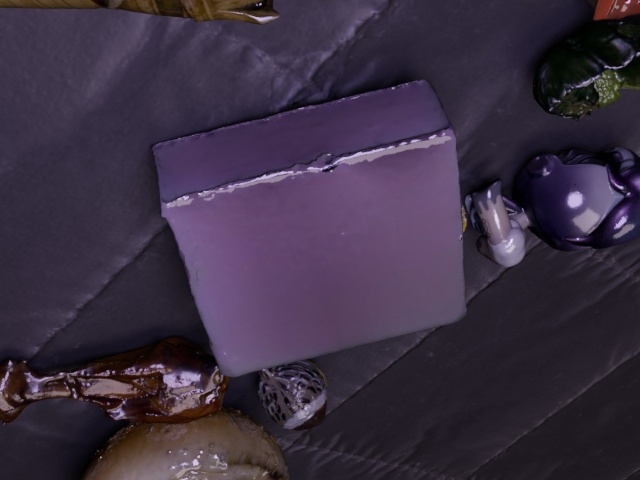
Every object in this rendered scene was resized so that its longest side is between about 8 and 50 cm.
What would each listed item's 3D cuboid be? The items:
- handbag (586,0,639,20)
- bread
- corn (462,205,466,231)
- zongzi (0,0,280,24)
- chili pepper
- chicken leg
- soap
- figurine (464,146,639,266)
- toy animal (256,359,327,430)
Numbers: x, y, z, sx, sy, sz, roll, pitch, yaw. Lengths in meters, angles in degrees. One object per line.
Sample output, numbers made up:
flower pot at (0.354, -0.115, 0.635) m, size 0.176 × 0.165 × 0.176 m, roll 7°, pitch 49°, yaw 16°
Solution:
handbag at (0.328, -0.307, 0.977) m, size 0.127 × 0.062 × 0.190 m, roll -11°, pitch 138°, yaw -19°
bread at (-0.190, 0.329, 1.372) m, size 0.306 × 0.158 × 0.305 m, roll -13°, pitch 140°, yaw -11°
corn at (0.084, 0.012, 1.218) m, size 0.203 × 0.072 × 0.072 m, roll -35°, pitch 142°, yaw 15°
zongzi at (-0.166, -0.275, 0.691) m, size 0.288 × 0.134 × 0.286 m, roll -5°, pitch 133°, yaw -13°
chili pepper at (0.341, -0.187, 1.081) m, size 0.265 × 0.148 × 0.116 m, roll -5°, pitch 113°, yaw -22°
chicken leg at (-0.258, 0.167, 1.208) m, size 0.304 × 0.093 × 0.113 m, roll 3°, pitch 118°, yaw -21°
soap at (0.000, 0.000, 1.068) m, size 0.296 × 0.107 × 0.285 m, roll -12°, pitch 133°, yaw -3°
figurine at (0.294, -0.041, 1.213) m, size 0.222 × 0.145 × 0.145 m, roll -21°, pitch 143°, yaw 1°
toy animal at (-0.043, 0.201, 1.351) m, size 0.098 × 0.098 × 0.137 m, roll -36°, pitch 141°, yaw 15°
